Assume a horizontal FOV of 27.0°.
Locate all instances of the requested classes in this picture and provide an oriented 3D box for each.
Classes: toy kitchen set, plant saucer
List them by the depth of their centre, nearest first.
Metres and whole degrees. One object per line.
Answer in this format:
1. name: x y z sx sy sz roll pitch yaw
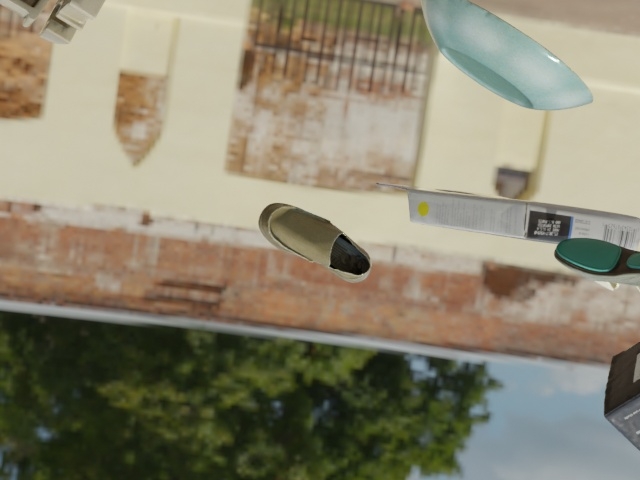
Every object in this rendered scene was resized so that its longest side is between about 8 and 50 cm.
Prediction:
1. plant saucer: 0.167 -0.170 1.264 0.195 0.037 0.195 33 -179 -1
2. toy kitchen set: -0.402 -0.391 1.865 0.207 0.122 0.166 30 159 -21

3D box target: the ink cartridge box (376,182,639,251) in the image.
1. ink cartridge box: 0.295 -0.037 2.114 0.304 0.072 0.307 4 -177 -44

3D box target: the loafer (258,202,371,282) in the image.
1. loafer: 0.000 0.000 1.503 0.148 0.056 0.050 26 168 -18

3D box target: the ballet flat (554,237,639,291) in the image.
1. ballet flat: 0.430 0.045 1.874 0.213 0.068 0.072 7 -139 35

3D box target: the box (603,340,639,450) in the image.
1. box: 0.416 0.179 1.354 0.207 0.153 0.108 44 -146 -11
